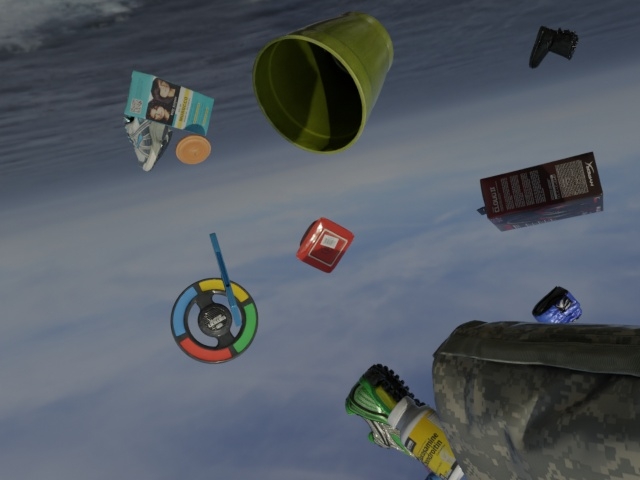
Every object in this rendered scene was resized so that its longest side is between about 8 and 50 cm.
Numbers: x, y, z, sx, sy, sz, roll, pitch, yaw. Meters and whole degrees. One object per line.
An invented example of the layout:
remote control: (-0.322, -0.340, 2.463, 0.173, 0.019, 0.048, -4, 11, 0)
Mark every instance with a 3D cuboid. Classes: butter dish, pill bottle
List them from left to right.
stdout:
butter dish: (0.000, 0.000, 1.880, 0.160, 0.159, 0.118, 27, -169, -33)
pill bottle: (0.235, 0.418, 1.231, 0.184, 0.103, 0.103, 35, -144, 29)

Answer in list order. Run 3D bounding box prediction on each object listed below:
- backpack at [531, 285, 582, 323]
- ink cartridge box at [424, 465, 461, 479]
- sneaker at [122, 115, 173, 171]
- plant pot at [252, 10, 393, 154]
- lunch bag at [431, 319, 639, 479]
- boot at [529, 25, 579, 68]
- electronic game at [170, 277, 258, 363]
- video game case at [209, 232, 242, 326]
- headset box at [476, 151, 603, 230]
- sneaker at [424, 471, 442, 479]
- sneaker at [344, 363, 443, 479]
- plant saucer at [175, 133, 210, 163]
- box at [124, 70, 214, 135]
backpack: (0.691, 0.208, 1.696, 0.120, 0.101, 0.098, -40, 176, 6)
ink cartridge box: (0.445, 0.829, 1.952, 0.069, 0.370, 0.175, -31, 158, -9)
sneaker: (-0.472, -0.300, 1.575, 0.283, 0.122, 0.110, -51, -165, 52)
plant pot: (0.046, -0.508, 1.739, 0.367, 0.366, 0.353, -6, -145, 42)
lunch bag: (0.276, 0.188, 0.554, 0.212, 0.256, 0.305, -49, -161, -25)
boot: (0.604, -0.492, 1.502, 0.099, 0.121, 0.045, 28, -138, 27)
electronic game: (-0.278, 0.210, 1.530, 0.229, 0.229, 0.048, -16, 167, -18)
video game case: (-0.193, 0.081, 1.182, 0.015, 0.166, 0.119, -16, 156, -10)
headset box: (0.545, -0.110, 1.463, 0.294, 0.110, 0.218, -13, 167, 23)
sneaker: (0.388, 0.787, 1.738, 0.082, 0.209, 0.069, -33, 175, -11)
sneaker: (0.206, 0.456, 1.398, 0.146, 0.343, 0.134, -46, 179, 20)
plant saucer: (-0.302, -0.215, 1.381, 0.084, 0.083, 0.013, -15, -130, -12)
box: (-0.354, -0.323, 1.386, 0.060, 0.100, 0.244, 17, -173, 21)
